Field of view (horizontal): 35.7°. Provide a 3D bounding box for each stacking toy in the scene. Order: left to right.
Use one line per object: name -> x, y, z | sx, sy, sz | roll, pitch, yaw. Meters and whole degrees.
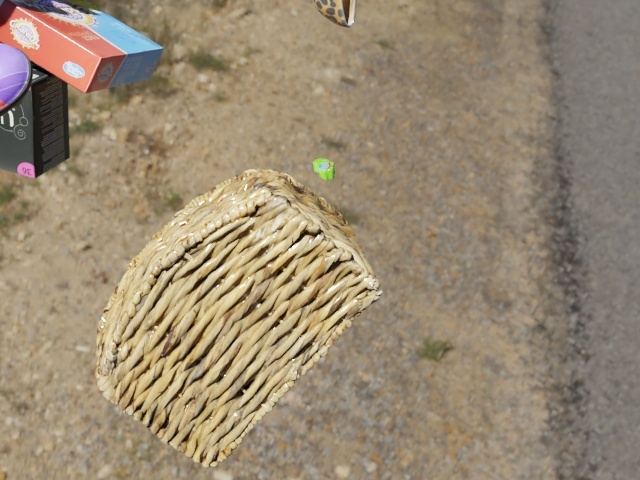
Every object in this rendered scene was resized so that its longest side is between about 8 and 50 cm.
stacking toy -> 0.000, 0.000, 1.428 | 0.052, 0.167, 0.221 | -4, 31, 8

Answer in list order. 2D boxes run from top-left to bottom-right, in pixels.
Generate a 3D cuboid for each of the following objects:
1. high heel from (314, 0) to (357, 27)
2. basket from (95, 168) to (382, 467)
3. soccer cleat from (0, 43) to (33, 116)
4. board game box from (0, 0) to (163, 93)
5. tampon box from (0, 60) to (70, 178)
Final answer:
high heel -> 0.056, -0.464, 1.530 | 0.093, 0.261, 0.186 | -15, 72, -36
basket -> -0.113, 0.058, 1.126 | 0.213, 0.299, 0.223 | 39, 10, -19
soccer cleat -> -0.479, -0.181, 1.084 | 0.318, 0.116, 0.109 | -2, 68, 5
board game box -> -0.441, -0.354, 1.598 | 0.316, 0.064, 0.242 | 32, 20, 4
tampon box -> -0.476, -0.199, 1.573 | 0.120, 0.161, 0.101 | 15, 29, 17
